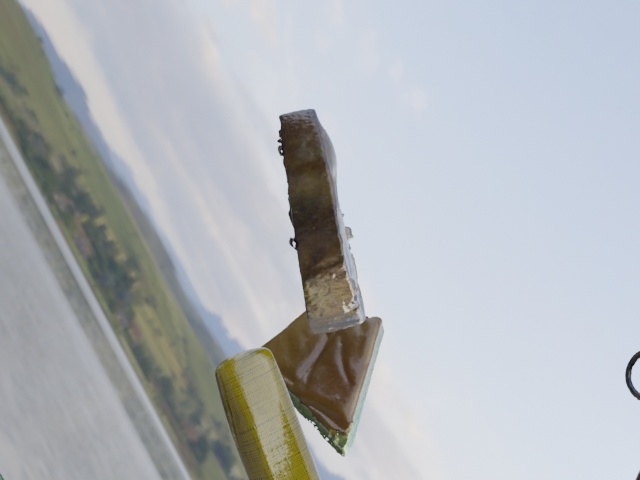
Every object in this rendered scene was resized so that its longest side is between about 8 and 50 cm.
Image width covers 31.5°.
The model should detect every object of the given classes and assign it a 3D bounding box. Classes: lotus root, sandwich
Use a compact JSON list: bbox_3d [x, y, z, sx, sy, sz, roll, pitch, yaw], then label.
[{"bbox_3d":[0.000,0.000,1.315,0.170,0.074,0.260,-95,175,-54],"label":"lotus root"},{"bbox_3d":[0.035,0.212,1.941,0.245,0.212,0.063,42,-16,32],"label":"sandwich"}]

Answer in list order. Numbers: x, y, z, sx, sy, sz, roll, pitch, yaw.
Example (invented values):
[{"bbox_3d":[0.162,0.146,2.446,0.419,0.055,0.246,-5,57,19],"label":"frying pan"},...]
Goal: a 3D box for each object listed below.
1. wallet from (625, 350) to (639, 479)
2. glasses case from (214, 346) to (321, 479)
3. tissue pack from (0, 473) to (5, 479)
[{"bbox_3d":[0.365,0.280,1.049,0.275,0.335,0.068,26,-11,-20],"label":"wallet"},{"bbox_3d":[-0.054,0.237,1.286,0.234,0.079,0.064,70,-18,-4],"label":"glasses case"},{"bbox_3d":[-0.616,0.419,2.000,0.235,0.073,0.173,52,-33,21],"label":"tissue pack"}]
